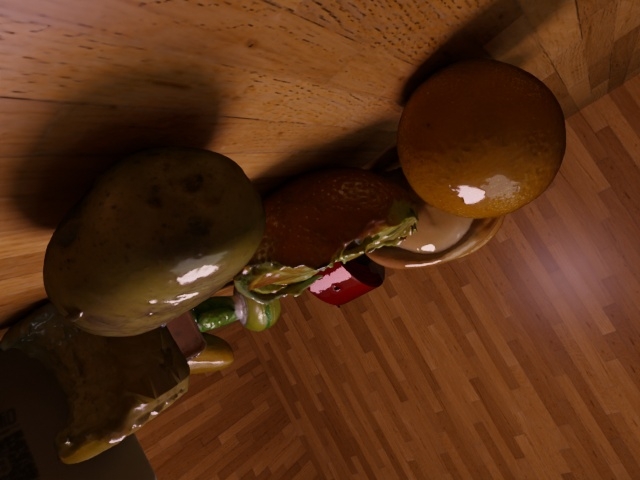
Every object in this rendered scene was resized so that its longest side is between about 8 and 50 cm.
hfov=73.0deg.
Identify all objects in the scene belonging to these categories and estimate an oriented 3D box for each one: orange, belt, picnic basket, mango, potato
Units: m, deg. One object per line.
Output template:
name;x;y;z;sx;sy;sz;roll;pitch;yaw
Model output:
orange;-0.004;-0.008;0.758;0.335;0.196;0.262;-32;159;-14
belt;0.044;0.039;1.046;0.115;0.227;0.324;-31;154;23
picnic basket;-0.438;0.268;1.080;0.267;0.165;0.139;-23;169;-45
mango;-0.441;0.339;1.317;0.332;0.142;0.195;5;-171;-25
orange;0.220;-0.138;0.607;0.236;0.236;0.236;-29;172;-4
potato;-0.162;0.005;0.422;0.197;0.148;0.228;-40;180;-30

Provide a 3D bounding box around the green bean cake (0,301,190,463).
green bean cake;-0.348;0.199;0.705;0.124;0.236;0.233;-35;173;19

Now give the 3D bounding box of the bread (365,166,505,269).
bread;0.247;-0.051;0.930;0.316;0.211;0.270;-24;-157;22

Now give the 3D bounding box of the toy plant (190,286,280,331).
toy plant;-0.294;0.217;1.316;0.316;0.184;0.224;-14;-176;-27

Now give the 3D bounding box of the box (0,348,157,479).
box;-0.501;0.356;0.677;0.367;0.373;0.090;-22;154;-39

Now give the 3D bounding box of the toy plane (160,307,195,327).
toy plane;-0.246;0.075;0.808;0.246;0.078;0.169;147;-31;-87
